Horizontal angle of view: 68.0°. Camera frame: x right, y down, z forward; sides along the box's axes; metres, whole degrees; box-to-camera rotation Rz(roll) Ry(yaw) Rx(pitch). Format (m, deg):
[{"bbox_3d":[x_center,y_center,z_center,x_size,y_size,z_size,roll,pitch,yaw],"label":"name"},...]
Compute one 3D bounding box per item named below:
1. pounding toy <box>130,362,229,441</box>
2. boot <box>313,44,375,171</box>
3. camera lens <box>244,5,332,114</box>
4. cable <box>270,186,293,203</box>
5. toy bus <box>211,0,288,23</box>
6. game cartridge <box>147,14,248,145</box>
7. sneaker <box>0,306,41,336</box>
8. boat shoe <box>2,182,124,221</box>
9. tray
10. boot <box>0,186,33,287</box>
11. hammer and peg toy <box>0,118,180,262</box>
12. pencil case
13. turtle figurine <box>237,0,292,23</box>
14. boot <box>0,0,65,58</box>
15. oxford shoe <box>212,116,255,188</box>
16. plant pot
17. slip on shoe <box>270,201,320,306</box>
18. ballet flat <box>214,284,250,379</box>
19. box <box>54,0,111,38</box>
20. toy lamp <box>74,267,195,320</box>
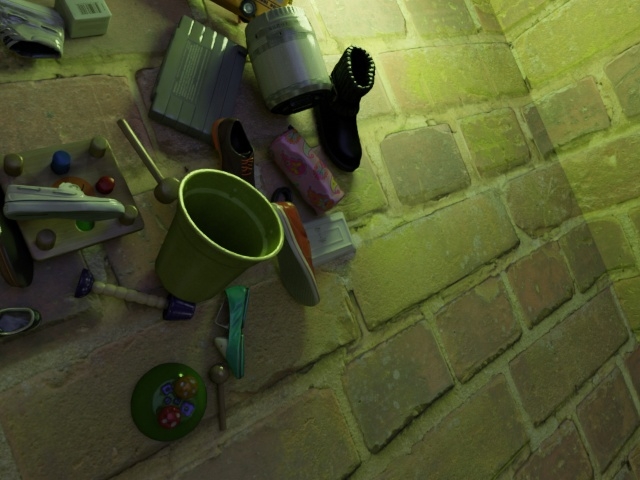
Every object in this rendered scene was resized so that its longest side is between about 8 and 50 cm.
[{"bbox_3d":[-0.321,0.383,1.137,0.236,0.110,0.183,5,73,-31],"label":"pounding toy"},{"bbox_3d":[0.098,-0.425,1.560,0.131,0.260,0.348,-18,85,-35],"label":"boot"},{"bbox_3d":[-0.100,-0.547,1.481,0.219,0.219,0.274,-22,95,-35],"label":"camera lens"},{"bbox_3d":[-0.153,-0.051,1.401,0.287,0.072,0.139,-43,105,-34],"label":"cable"},{"bbox_3d":[-0.271,-0.783,1.479,0.332,0.108,0.130,23,97,-17],"label":"toy bus"},{"bbox_3d":[-0.358,-0.473,1.410,0.230,0.068,0.355,19,66,-23],"label":"game cartridge"},{"bbox_3d":[-0.686,0.173,0.981,0.192,0.086,0.064,-8,80,-34],"label":"sneaker"},{"bbox_3d":[-0.535,-0.087,1.002,0.226,0.083,0.076,-1,75,-31],"label":"boat shoe"},{"bbox_3d":[0.000,0.000,1.509,0.270,0.030,0.145,-19,85,-35],"label":"tray"},{"bbox_3d":[-0.727,-0.025,1.027,0.115,0.112,0.305,-25,90,-11],"label":"boot"},{"bbox_3d":[-0.543,-0.126,1.142,0.361,0.127,0.266,-24,87,-35],"label":"hammer and peg toy"},{"bbox_3d":[-0.048,-0.217,1.494,0.284,0.124,0.124,50,56,-9],"label":"pencil case"},{"bbox_3d":[-0.203,-0.851,1.605,0.217,0.087,0.270,-1,88,-17],"label":"turtle figurine"},{"bbox_3d":[-0.758,-0.518,1.141,0.258,0.095,0.123,1,68,-34],"label":"boot"},{"bbox_3d":[-0.232,-0.213,1.353,0.097,0.098,0.271,-29,113,-34],"label":"oxford shoe"},{"bbox_3d":[-0.271,0.012,1.167,0.276,0.254,0.276,28,35,-22],"label":"plant pot"},{"bbox_3d":[-0.068,0.038,1.379,0.101,0.123,0.331,-31,105,-43],"label":"slip on shoe"},{"bbox_3d":[-0.239,0.241,1.263,0.087,0.083,0.247,3,72,-6],"label":"ballet flat"},{"bbox_3d":[-0.629,-0.608,1.257,0.101,0.087,0.102,-28,91,-35],"label":"box"},{"bbox_3d":[-0.443,0.140,1.155,0.274,0.080,0.080,18,66,-25],"label":"toy lamp"}]
